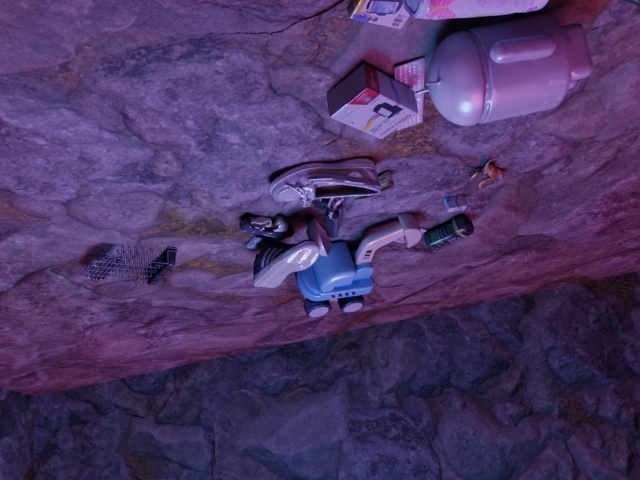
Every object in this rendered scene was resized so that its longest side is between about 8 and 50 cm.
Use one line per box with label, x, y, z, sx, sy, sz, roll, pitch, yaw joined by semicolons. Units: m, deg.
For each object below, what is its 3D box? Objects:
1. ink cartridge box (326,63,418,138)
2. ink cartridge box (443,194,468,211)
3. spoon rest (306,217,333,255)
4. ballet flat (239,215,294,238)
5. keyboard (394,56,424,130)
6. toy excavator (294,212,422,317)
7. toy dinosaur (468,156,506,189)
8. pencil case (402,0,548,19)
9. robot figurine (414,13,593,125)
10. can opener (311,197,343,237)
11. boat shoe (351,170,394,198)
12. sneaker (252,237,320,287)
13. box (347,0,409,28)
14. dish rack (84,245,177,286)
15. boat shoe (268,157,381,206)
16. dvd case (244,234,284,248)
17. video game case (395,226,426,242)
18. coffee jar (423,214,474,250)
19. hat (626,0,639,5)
ink cartridge box;0.123;-0.320;1.277;0.175;0.072;0.127;14;149;-38
ink cartridge box;0.485;-0.133;1.937;0.083;0.048;0.028;-10;157;-9
spoon rest;0.000;0.000;1.926;0.084;0.137;0.276;-19;171;-3
ballet flat;-0.163;-0.048;1.785;0.203;0.074;0.074;5;151;-31
keyboard;0.219;-0.353;1.344;0.072;0.014;0.256;-14;157;4
toy excavator;0.134;0.083;2.091;0.433;0.222;0.445;-7;148;-16
toy dinosaur;0.537;-0.226;1.758;0.112;0.064;0.211;-43;156;20
pencil case;0.283;-0.471;0.985;0.273;0.113;0.124;-7;129;-12
robot figurine;0.385;-0.361;1.171;0.354;0.199;0.300;-12;173;0
can opener;0.031;-0.096;1.791;0.093;0.074;0.280;19;159;14
boat shoe;0.158;-0.169;1.710;0.153;0.048;0.056;-22;168;38
sneaker;-0.132;0.041;1.864;0.131;0.148;0.350;12;150;-36
box;0.129;-0.454;1.052;0.136;0.028;0.081;1;153;-25
dish rack;-0.643;0.084;1.845;0.272;0.074;0.208;9;147;-38
boat shoe;0.013;-0.157;1.575;0.321;0.103;0.118;-9;157;-8
dvd case;-0.202;0.008;1.961;0.120;0.013;0.087;7;150;-36
video game case;0.348;-0.024;2.165;0.087;0.011;0.122;13;146;-44
coffee jar;0.505;-0.030;2.143;0.184;0.079;0.096;-30;151;35
hat;0.707;-0.578;1.064;0.173;0.183;0.208;16;-174;-37
